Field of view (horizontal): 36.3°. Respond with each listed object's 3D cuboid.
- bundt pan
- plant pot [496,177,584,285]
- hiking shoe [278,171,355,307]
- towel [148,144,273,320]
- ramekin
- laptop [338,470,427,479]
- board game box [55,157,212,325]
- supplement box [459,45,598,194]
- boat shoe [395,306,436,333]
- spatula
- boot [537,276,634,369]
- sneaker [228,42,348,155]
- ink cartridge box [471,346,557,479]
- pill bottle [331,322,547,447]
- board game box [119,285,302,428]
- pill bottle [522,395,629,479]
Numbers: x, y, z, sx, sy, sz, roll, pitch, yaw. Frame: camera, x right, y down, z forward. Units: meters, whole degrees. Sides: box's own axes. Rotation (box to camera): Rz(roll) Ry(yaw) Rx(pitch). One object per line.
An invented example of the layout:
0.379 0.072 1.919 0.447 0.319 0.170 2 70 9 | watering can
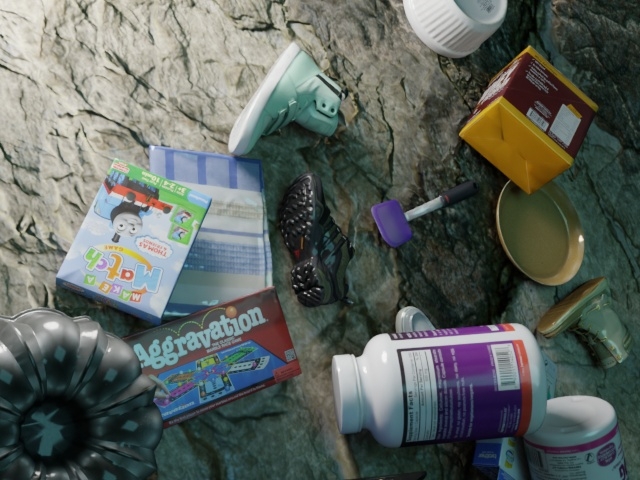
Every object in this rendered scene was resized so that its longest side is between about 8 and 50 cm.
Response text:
-0.349 0.244 1.253 0.330 0.124 0.331 5 78 -27 | bundt pan
0.435 -0.021 1.952 0.236 0.032 0.236 11 69 -30 | plant pot
0.000 0.000 1.633 0.114 0.086 0.227 4 78 -47 | hiking shoe
-0.173 -0.005 1.537 0.209 0.034 0.285 5 70 -30 | towel
0.277 -0.481 1.948 0.207 0.109 0.207 12 68 -31 | ramekin
-0.030 0.356 1.388 0.264 0.234 0.137 -29 93 -36 | laptop
-0.271 0.000 1.435 0.160 0.039 0.212 22 63 -5 | board game box
0.412 -0.237 1.924 0.191 0.129 0.194 39 52 -7 | supplement box
0.212 0.213 1.693 0.079 0.081 0.228 -28 92 -37 | boat shoe
0.203 -0.062 1.809 0.296 0.030 0.084 -23 89 -37 | spatula
0.530 0.184 1.924 0.213 0.077 0.165 -30 95 -37 | boot
-0.045 -0.209 1.645 0.151 0.094 0.256 37 55 -11 | sneaker
0.344 0.327 1.721 0.186 0.065 0.311 43 50 -44 | ink cartridge box
0.185 0.233 1.558 0.322 0.181 0.182 -4 75 -5 | pill bottle
-0.170 0.177 1.450 0.281 0.027 0.145 -18 91 -29 | board game box
0.446 0.424 1.664 0.160 0.160 0.283 -24 107 -37 | pill bottle
